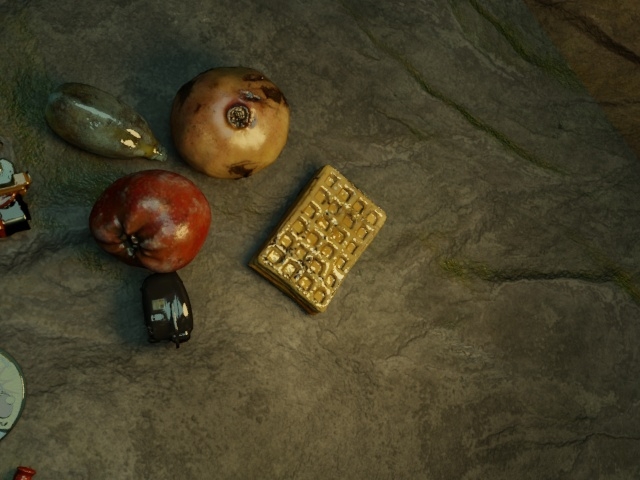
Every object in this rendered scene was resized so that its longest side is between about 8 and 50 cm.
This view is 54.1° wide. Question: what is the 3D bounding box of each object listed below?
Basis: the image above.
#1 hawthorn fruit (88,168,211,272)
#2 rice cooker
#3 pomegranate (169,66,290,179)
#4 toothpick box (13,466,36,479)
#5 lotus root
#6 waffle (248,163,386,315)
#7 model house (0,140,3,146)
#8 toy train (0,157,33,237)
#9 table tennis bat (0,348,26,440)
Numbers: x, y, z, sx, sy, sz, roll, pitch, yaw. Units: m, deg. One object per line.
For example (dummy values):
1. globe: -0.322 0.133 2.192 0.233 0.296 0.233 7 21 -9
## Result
1. hawthorn fruit: -0.414 -0.046 1.556 0.285 0.284 0.284 5 77 -21
2. rice cooker: -0.387 0.174 1.584 0.119 0.142 0.202 -9 74 -13
3. pomegranate: -0.239 -0.314 1.679 0.323 0.322 0.321 5 77 -21
4. toothpick box: -0.686 0.561 1.429 0.047 0.047 0.083 23 70 -16
5. lotus root: -0.544 -0.293 1.624 0.322 0.140 0.158 24 70 -18
6. waffle: 0.000 0.000 1.796 0.261 0.114 0.376 40 67 -12
7. model house: -0.882 -0.276 1.516 0.165 0.106 0.152 -7 66 -59
8. toy train: -0.849 -0.065 1.442 0.369 0.163 0.231 -19 99 -25
9. table tennis bat: -0.794 0.401 1.426 0.215 0.044 0.328 7 74 -22
